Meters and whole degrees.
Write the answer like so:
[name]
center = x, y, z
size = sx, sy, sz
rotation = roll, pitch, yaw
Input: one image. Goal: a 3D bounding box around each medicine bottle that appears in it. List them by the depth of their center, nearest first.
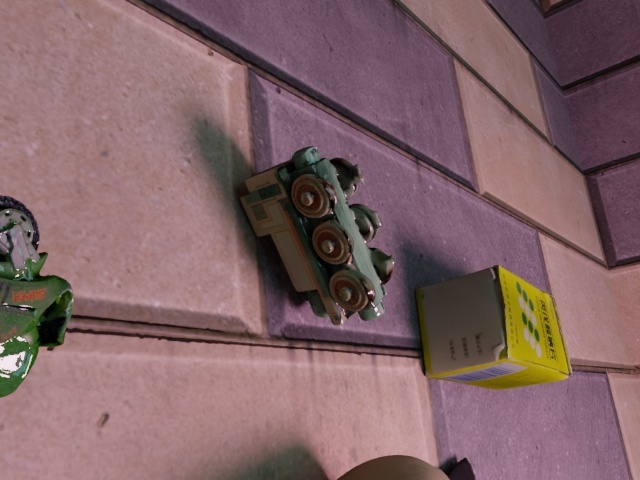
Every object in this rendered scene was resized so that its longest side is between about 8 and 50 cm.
[medicine bottle]
center = 0.268, 0.145, 0.938
size = 0.250, 0.141, 0.137
rotation = 23, 53, -47

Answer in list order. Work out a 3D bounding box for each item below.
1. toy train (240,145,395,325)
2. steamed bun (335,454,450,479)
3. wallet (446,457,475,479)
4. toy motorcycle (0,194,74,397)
[toy train]
center = 0.000, 0.000, 0.649
size = 0.080, 0.125, 0.194
rotation = -34, 106, -47
[steamed bun]
center = 0.039, 0.307, 0.551
size = 0.225, 0.170, 0.200
rotation = -12, 116, -71
[wallet]
center = 0.183, 0.468, 0.756
size = 0.247, 0.041, 0.323
rotation = -8, 79, -56
[toy motorcycle]
center = -0.217, 0.061, 0.376
size = 0.106, 0.074, 0.190
rotation = 56, 36, -34
